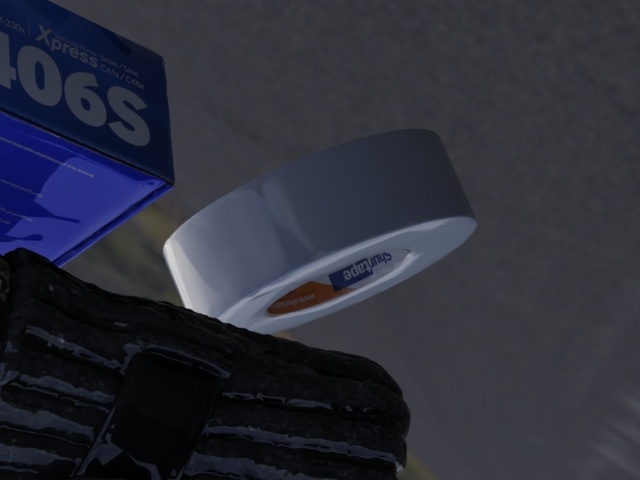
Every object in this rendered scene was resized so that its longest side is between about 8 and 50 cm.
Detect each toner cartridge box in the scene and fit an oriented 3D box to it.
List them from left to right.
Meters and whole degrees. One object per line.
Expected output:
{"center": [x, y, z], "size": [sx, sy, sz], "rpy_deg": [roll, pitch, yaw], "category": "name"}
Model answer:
{"center": [-0.242, -0.070, 0.724], "size": [0.348, 0.165, 0.075], "rpy_deg": [24, -135, -40], "category": "toner cartridge box"}

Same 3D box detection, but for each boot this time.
{"center": [-0.148, 0.151, 0.742], "size": [0.260, 0.348, 0.131], "rpy_deg": [25, -153, -26], "category": "boot"}

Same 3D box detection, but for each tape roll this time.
{"center": [0.000, 0.000, 1.317], "size": [0.219, 0.219, 0.072], "rpy_deg": [59, -173, -77], "category": "tape roll"}
